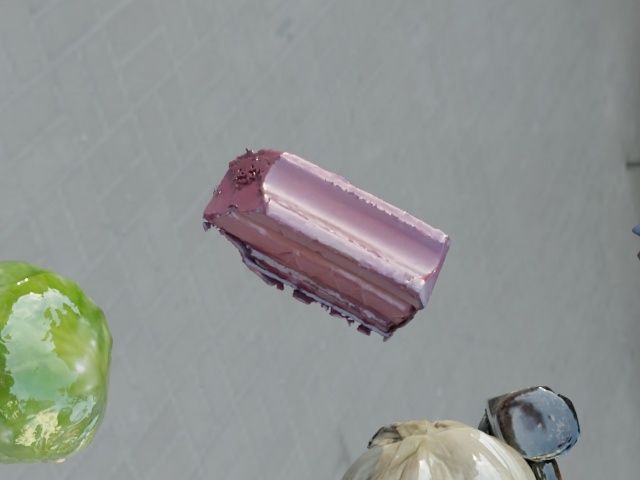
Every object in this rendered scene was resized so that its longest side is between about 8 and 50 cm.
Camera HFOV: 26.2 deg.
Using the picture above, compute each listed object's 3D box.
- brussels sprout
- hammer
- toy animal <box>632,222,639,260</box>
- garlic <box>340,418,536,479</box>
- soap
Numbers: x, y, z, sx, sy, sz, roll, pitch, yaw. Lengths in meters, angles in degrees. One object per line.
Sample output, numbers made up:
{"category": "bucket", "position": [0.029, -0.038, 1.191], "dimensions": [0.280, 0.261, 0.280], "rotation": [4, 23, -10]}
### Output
{"category": "brussels sprout", "position": [-0.340, 0.141, 1.535], "dimensions": [0.244, 0.244, 0.244], "rotation": [-4, 95, -62]}
{"category": "hammer", "position": [0.295, 0.373, 1.662], "dimensions": [0.242, 0.095, 0.409], "rotation": [89, -15, -78]}
{"category": "toy animal", "position": [0.288, -0.004, 0.806], "dimensions": [0.176, 0.255, 0.239], "rotation": [-53, 126, -47]}
{"category": "garlic", "position": [0.121, 0.271, 1.474], "dimensions": [0.228, 0.228, 0.152], "rotation": [-27, 113, -60]}
{"category": "soap", "position": [0.000, 0.000, 1.463], "dimensions": [0.099, 0.250, 0.162], "rotation": [-66, -171, -22]}
